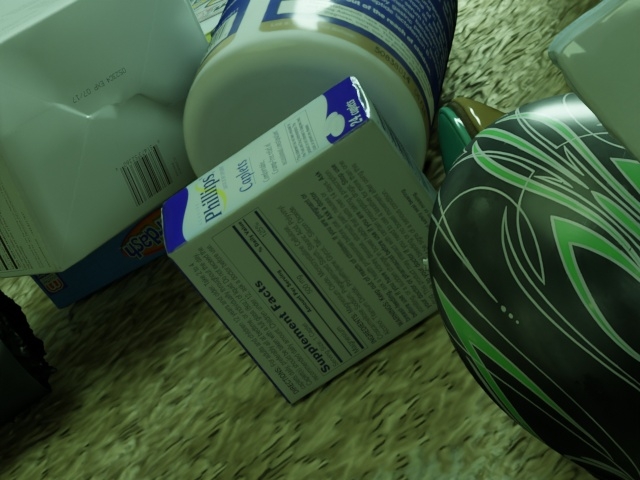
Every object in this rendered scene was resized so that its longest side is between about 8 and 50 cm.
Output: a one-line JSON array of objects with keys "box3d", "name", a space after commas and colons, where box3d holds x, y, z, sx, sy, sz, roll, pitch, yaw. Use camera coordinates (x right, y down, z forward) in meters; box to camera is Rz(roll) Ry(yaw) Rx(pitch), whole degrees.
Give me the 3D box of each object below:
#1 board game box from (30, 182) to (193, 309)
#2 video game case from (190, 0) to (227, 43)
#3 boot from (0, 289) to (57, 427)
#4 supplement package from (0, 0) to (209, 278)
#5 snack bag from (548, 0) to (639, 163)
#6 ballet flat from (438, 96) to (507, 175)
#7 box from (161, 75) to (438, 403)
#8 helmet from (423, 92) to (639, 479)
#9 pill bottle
[{"box3d": [-0.110, -0.052, 1.364, 0.210, 0.047, 0.160, -28, 27, 19], "name": "board game box"}, {"box3d": [-0.113, -0.174, 1.527, 0.248, 0.035, 0.275, -22, 20, 35], "name": "video game case"}, {"box3d": [-0.294, 0.105, 1.281, 0.207, 0.094, 0.246, -44, 32, -6], "name": "boot"}, {"box3d": [-0.200, -0.077, 1.245, 0.203, 0.149, 0.194, -6, 23, 45], "name": "supplement package"}, {"box3d": [0.285, -0.036, 0.583, 0.323, 0.342, 0.037, -42, -12, -5], "name": "snack bag"}, {"box3d": [0.117, -0.014, 1.014, 0.073, 0.080, 0.232, -8, 31, -3], "name": "ballet flat"}, {"box3d": [0.000, 0.000, 1.052, 0.137, 0.126, 0.072, -33, 27, 7], "name": "box"}, {"box3d": [0.129, 0.015, 0.824, 0.169, 0.161, 0.169, -29, 27, 16], "name": "helmet"}, {"box3d": [0.010, -0.133, 1.227, 0.153, 0.153, 0.264, -23, 30, 28], "name": "pill bottle"}]
